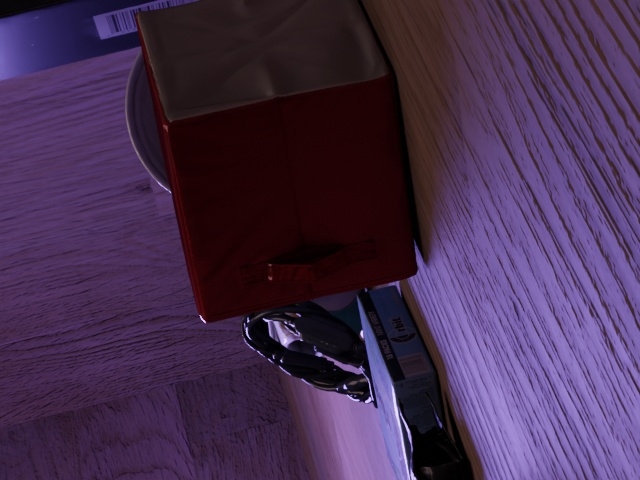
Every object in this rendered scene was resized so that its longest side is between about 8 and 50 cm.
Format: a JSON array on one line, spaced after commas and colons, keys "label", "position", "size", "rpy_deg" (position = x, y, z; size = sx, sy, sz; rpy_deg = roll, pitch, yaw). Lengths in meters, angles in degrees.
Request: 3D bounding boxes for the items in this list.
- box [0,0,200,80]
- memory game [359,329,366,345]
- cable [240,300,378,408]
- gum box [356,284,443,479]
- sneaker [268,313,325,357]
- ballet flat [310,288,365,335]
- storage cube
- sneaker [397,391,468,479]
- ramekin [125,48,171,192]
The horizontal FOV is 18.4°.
[{"label": "box", "position": [-0.194, -0.340, 1.736], "size": [0.179, 0.343, 0.312], "rpy_deg": [91, 164, -78]}, {"label": "memory game", "position": [0.034, 0.068, 2.269], "size": [0.186, 0.012, 0.186], "rpy_deg": [166, 90, -86]}, {"label": "cable", "position": [-0.001, 0.115, 2.082], "size": [0.047, 0.184, 0.150], "rpy_deg": [-61, -28, -22]}, {"label": "gum box", "position": [0.080, 0.158, 1.781], "size": [0.157, 0.041, 0.184], "rpy_deg": [-112, 10, -61]}, {"label": "sneaker", "position": [-0.051, 0.059, 2.789], "size": [0.292, 0.108, 0.169], "rpy_deg": [67, -177, -49]}, {"label": "ballet flat", "position": [0.000, 0.000, 2.062], "size": [0.087, 0.083, 0.247], "rpy_deg": [-150, 46, -73]}, {"label": "storage cube", "position": [-0.035, -0.079, 1.600], "size": [0.215, 0.183, 0.193], "rpy_deg": [-109, 8, -54]}, {"label": "sneaker", "position": [0.101, 0.214, 1.626], "size": [0.089, 0.051, 0.170], "rpy_deg": [74, -178, -45]}, {"label": "ramekin", "position": [-0.084, -0.133, 1.965], "size": [0.109, 0.207, 0.207], "rpy_deg": [-9, -95, -86]}]
